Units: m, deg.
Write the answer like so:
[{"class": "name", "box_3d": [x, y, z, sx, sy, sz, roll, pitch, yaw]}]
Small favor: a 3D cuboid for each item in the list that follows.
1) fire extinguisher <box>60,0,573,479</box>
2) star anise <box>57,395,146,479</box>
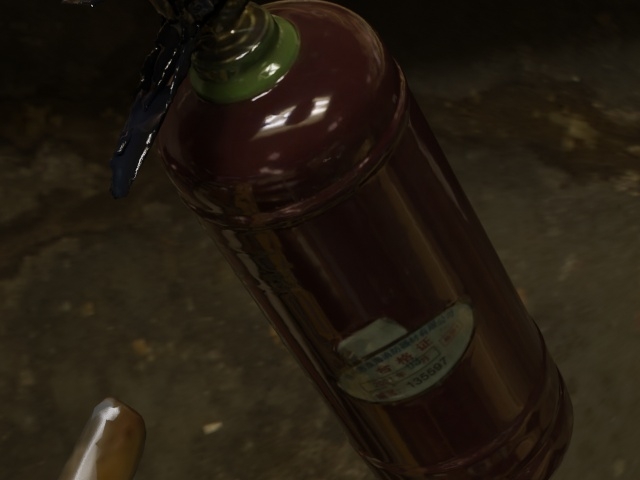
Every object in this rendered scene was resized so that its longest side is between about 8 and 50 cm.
[{"class": "fire extinguisher", "box_3d": [0.000, 0.000, 0.723, 0.102, 0.344, 0.138, 3, 53, 33]}, {"class": "star anise", "box_3d": [-0.142, 0.164, 0.332, 0.292, 0.349, 0.109, -19, 113, 9]}]
